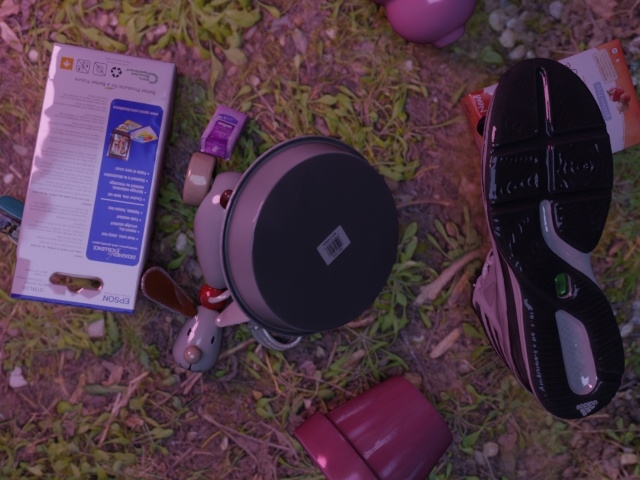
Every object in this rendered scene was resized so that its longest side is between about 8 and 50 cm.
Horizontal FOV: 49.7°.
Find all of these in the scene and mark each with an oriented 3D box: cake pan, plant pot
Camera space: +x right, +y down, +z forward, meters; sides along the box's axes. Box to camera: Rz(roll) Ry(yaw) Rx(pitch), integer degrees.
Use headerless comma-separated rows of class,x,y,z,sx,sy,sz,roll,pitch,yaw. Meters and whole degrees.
cake pan,0.000,0.000,0.974,0.293,0.054,0.293,-8,105,-34
plant pot,0.087,0.305,1.024,0.180,0.201,0.201,-39,95,-12

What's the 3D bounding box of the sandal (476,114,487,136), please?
sandal,0.306,-0.133,0.969,0.179,0.067,0.040,31,70,1

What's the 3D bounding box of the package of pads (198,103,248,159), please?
package of pads,-0.143,-0.162,1.027,0.050,0.032,0.083,19,52,0

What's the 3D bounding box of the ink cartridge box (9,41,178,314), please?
ink cartridge box,-0.323,-0.089,1.001,0.175,0.069,0.371,9,83,-6

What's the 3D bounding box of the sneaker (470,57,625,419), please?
sneaker,0.261,-0.006,0.944,0.169,0.257,0.448,-9,97,-10

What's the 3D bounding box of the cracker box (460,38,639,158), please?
cracker box,0.346,-0.181,1.027,0.232,0.067,0.156,-21,95,3

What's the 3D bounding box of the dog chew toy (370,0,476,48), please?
dog chew toy,0.106,-0.422,0.945,0.206,0.206,0.332,-30,104,3

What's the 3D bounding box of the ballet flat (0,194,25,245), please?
ballet flat,-0.415,0.000,1.055,0.188,0.070,0.070,31,95,-1

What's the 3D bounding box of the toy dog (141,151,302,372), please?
toy dog,-0.144,0.035,1.001,0.220,0.161,0.334,-6,96,1
